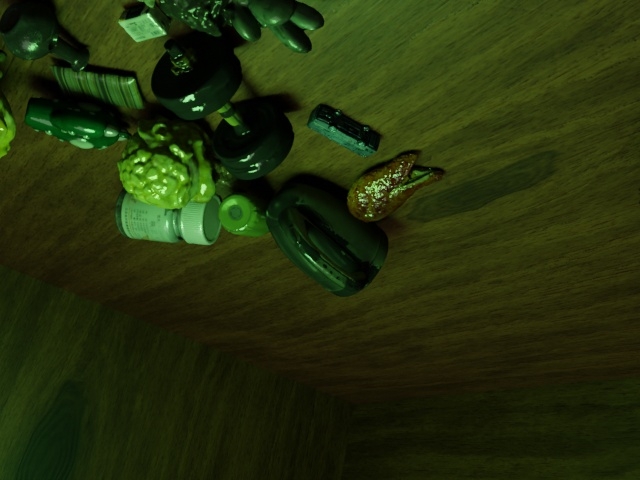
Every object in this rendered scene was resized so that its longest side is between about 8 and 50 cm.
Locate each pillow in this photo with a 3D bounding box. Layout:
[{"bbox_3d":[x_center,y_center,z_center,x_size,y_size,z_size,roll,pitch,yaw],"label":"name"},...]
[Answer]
[{"bbox_3d":[-0.513,-0.356,1.523,0.203,0.038,0.113,10,153,3],"label":"pillow"}]

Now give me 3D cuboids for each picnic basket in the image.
[{"bbox_3d":[-0.282,-0.167,1.775,0.193,0.054,0.110,22,152,-22],"label":"picnic basket"}]

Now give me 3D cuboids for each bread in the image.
[{"bbox_3d":[0.166,-0.123,1.615,0.139,0.095,0.269,21,150,-32],"label":"bread"}]

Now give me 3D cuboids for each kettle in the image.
[{"bbox_3d":[0.000,0.000,1.716,0.228,0.321,0.324,-42,122,18],"label":"kettle"}]

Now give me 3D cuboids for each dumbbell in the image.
[{"bbox_3d":[-0.196,-0.276,1.378,0.185,0.185,0.388,-3,150,29],"label":"dumbbell"}]

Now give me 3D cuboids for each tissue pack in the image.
[{"bbox_3d":[-0.346,-0.430,1.295,0.083,0.042,0.062,-4,151,31],"label":"tissue pack"}]

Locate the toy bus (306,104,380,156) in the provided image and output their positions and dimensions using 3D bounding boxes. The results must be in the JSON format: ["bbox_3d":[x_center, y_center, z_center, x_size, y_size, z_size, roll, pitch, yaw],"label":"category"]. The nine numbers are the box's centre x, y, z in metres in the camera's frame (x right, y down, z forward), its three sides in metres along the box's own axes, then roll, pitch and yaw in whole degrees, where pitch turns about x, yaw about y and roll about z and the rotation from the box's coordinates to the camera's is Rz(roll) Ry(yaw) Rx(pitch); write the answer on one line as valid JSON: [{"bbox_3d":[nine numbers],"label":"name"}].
[{"bbox_3d":[0.052,-0.244,1.478,0.166,0.047,0.065,26,156,-21],"label":"toy bus"}]

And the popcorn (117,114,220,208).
[{"bbox_3d":[-0.359,-0.192,1.589,0.259,0.259,0.212,9,120,8],"label":"popcorn"}]

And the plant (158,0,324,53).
[{"bbox_3d":[-0.128,-0.408,1.121,0.275,0.149,0.146,12,117,-8],"label":"plant"}]

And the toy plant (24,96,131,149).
[{"bbox_3d":[-0.579,-0.282,1.590,0.243,0.112,0.232,14,-174,4],"label":"toy plant"}]

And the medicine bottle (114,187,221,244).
[{"bbox_3d":[-0.437,-0.074,1.902,0.273,0.165,0.165,7,153,15],"label":"medicine bottle"}]

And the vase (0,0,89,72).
[{"bbox_3d":[-0.565,-0.414,1.366,0.120,0.120,0.183,-3,165,29],"label":"vase"}]

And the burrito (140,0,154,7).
[{"bbox_3d":[-0.351,-0.496,1.145,0.087,0.060,0.226,-14,142,34],"label":"burrito"}]

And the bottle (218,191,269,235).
[{"bbox_3d":[-0.182,-0.065,1.798,0.112,0.112,0.260,5,179,16],"label":"bottle"}]

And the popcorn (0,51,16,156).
[{"bbox_3d":[-0.868,-0.296,1.455,0.382,0.349,0.349,-21,158,-15],"label":"popcorn"}]
